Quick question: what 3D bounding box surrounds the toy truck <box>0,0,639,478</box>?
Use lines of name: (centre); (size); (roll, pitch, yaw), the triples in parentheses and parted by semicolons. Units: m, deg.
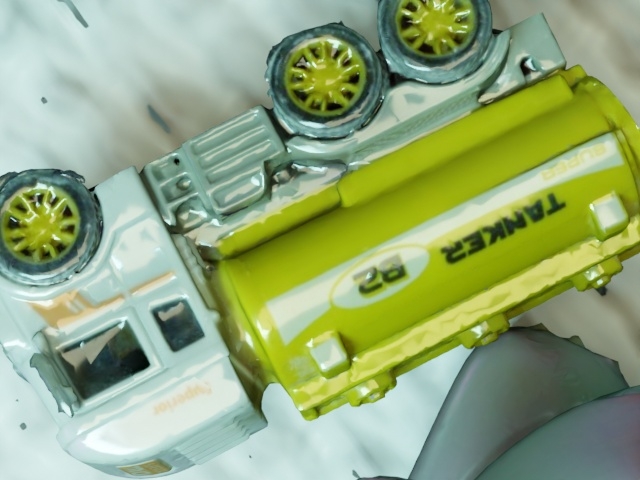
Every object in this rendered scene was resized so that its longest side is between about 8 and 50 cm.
toy truck: (0.000, 0.000, 0.618); (0.226, 0.098, 0.114); (-27, 77, -2)

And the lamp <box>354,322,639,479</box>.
lamp: (0.100, 0.151, 0.543); (0.247, 0.301, 0.247); (27, 91, -4)
